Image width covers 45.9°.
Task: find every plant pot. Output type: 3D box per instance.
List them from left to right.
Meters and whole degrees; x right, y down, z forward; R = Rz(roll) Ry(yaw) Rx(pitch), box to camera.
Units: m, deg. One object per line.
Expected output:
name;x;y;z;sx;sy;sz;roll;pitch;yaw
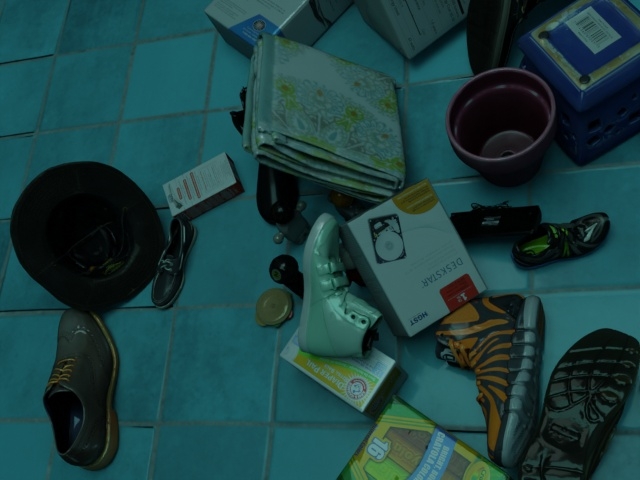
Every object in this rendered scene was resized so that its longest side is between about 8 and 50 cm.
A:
plant pot;0.353;-0.198;1.449;0.201;0.180;0.202;-8;65;17
plant pot;0.517;-0.326;1.427;0.235;0.212;0.236;-33;60;5

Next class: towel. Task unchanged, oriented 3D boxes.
towel;0.009;-0.252;1.518;0.090;0.320;0.375;125;154;-42

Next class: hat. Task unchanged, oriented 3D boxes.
hat;-0.519;-0.016;1.687;0.331;0.331;0.134;-56;22;-9

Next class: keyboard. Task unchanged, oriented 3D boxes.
keyboard;0.335;-0.032;1.449;0.192;0.038;0.100;-3;44;37

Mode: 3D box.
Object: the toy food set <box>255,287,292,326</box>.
toy food set;-0.095;0.138;1.558;0.082;0.020;0.083;0;67;20

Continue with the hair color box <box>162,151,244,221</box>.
hair color box;-0.266;-0.118;1.718;0.167;0.053;0.093;-26;62;6

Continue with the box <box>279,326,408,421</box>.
box;0.044;0.233;1.415;0.203;0.103;0.114;29;79;29

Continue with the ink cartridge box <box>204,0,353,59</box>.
ink cartridge box;-0.087;-0.575;1.811;0.307;0.129;0.223;-47;60;-4

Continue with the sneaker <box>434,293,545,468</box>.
sneaker;0.284;0.236;1.316;0.180;0.125;0.321;-1;48;27

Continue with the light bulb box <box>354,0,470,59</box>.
light bulb box;0.218;-0.650;1.584;0.361;0.358;0.225;-37;48;1

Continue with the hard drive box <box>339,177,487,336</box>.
hard drive box;0.165;0.032;1.382;0.181;0.089;0.232;-30;93;-15

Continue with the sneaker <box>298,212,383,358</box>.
sneaker;0.048;0.083;1.336;0.151;0.094;0.256;7;96;26

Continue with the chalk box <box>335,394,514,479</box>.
chalk box;0.203;0.417;1.230;0.288;0.179;0.180;30;81;29

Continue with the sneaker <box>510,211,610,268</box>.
sneaker;0.440;-0.001;1.387;0.188;0.078;0.067;-21;62;10

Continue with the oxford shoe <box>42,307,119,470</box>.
oxford shoe;-0.505;0.287;1.579;0.129;0.133;0.364;-24;61;10

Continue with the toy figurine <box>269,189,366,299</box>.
toy figurine;0.000;0.000;1.510;0.212;0.148;0.210;-12;64;15

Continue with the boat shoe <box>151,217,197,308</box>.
boat shoe;-0.334;0.046;1.662;0.075;0.065;0.206;8;71;23

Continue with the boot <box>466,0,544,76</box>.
boot;0.460;-0.514;1.543;0.284;0.378;0.138;-4;25;-18

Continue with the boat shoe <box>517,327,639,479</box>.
boat shoe;0.422;0.297;1.239;0.122;0.120;0.324;24;72;35

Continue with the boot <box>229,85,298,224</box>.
boot;-0.123;-0.181;1.604;0.094;0.207;0.247;-5;66;19
